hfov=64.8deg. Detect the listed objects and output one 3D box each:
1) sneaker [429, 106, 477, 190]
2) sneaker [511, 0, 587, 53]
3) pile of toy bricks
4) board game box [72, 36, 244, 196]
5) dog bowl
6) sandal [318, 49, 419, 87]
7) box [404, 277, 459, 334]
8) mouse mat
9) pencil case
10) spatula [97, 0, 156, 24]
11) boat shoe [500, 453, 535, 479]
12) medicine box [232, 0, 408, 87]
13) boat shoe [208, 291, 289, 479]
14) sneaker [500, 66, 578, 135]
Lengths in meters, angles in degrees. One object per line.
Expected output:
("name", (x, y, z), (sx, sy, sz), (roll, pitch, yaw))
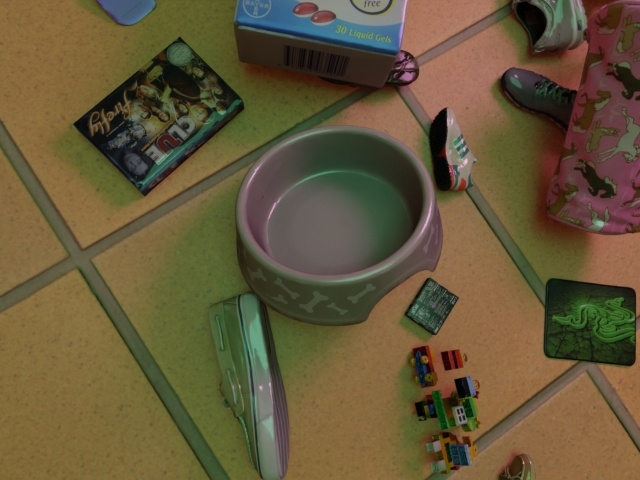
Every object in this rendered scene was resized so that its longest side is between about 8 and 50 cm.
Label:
("sneaker", (0.256, -0.171, 0.960), (0.075, 0.057, 0.161), (1, 80, -25))
("sneaker", (0.429, -0.506, 0.998), (0.115, 0.105, 0.281), (-20, 86, -10))
("pile of toy bricks", (0.238, 0.283, 0.871), (0.105, 0.118, 0.212), (3, 70, -40))
("board game box", (-0.280, -0.220, 0.892), (0.165, 0.042, 0.243), (45, 79, 0))
("dog bowl", (0.024, -0.042, 0.807), (0.349, 0.102, 0.348), (-4, 56, 6))
("sandal", (0.076, -0.327, 0.949), (0.219, 0.060, 0.090), (0, 86, -12))
("box", (0.204, 0.120, 0.922), (0.067, 0.018, 0.083), (34, 79, -2))
("mouse mat", (0.520, 0.156, 0.967), (0.190, 0.007, 0.152), (7, 81, -8))
("pencil case", (0.508, -0.196, 0.862), (0.160, 0.167, 0.386), (0, 111, -12))
("spatula", (-0.434, -0.515, 0.918), (0.296, 0.030, 0.084), (43, 81, 0))
("boat shoe", (0.326, 0.444, 0.876), (0.048, 0.056, 0.153), (23, 87, -9))
("medicine box", (0.010, -0.437, 0.843), (0.264, 0.149, 0.289), (9, 86, -4))
("boat shoe", (-0.117, 0.238, 0.831), (0.094, 0.109, 0.302), (-13, 74, 6))
("sneaker", (0.464, -0.281, 0.975), (0.224, 0.098, 0.083), (30, 79, -3))
